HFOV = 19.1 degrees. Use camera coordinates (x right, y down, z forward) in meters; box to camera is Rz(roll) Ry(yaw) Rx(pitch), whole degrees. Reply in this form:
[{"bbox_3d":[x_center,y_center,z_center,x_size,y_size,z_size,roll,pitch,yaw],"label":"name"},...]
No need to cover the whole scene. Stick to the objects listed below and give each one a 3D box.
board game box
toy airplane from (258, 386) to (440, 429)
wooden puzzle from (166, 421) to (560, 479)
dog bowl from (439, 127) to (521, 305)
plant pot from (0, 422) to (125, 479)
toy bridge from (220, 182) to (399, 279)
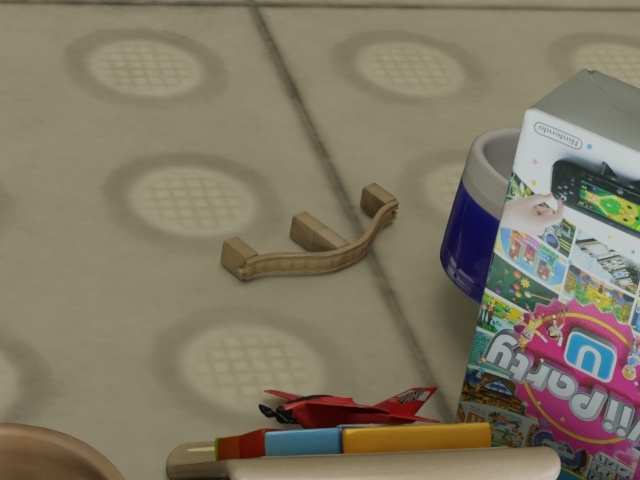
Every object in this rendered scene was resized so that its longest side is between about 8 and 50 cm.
[{"bbox_3d":[0.232,0.062,1.356,0.224,0.303,0.097,26,36,24],"label":"board game box"},{"bbox_3d":[0.023,0.127,1.423,0.151,0.028,0.151,0,1,0],"label":"toy airplane"},{"bbox_3d":[0.022,0.146,1.308,0.221,0.044,0.238,0,-3,-16],"label":"wooden puzzle"},{"bbox_3d":[0.236,0.005,1.571,0.265,0.104,0.265,15,20,-6],"label":"dog bowl"},{"bbox_3d":[-0.208,0.230,1.134,0.237,0.110,0.237,-8,41,7],"label":"plant pot"},{"bbox_3d":[0.000,0.000,1.643,0.188,0.026,0.063,-22,46,-39],"label":"toy bridge"}]
